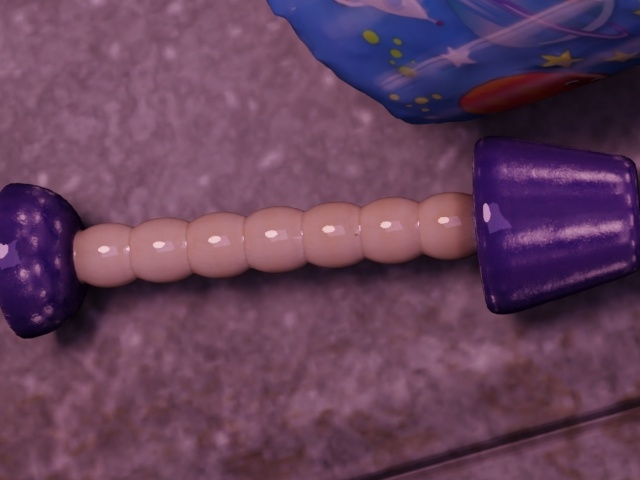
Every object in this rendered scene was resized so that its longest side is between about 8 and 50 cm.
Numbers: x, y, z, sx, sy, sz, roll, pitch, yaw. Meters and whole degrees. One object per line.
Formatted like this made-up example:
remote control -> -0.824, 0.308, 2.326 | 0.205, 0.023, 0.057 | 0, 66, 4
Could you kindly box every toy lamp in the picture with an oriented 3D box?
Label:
toy lamp -> 0.000, 0.000, 0.795 | 0.275, 0.080, 0.080 | -5, 81, 12

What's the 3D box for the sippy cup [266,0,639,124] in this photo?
sippy cup -> 0.093, -0.159, 0.710 | 0.224, 0.240, 0.305 | -27, 86, 41
